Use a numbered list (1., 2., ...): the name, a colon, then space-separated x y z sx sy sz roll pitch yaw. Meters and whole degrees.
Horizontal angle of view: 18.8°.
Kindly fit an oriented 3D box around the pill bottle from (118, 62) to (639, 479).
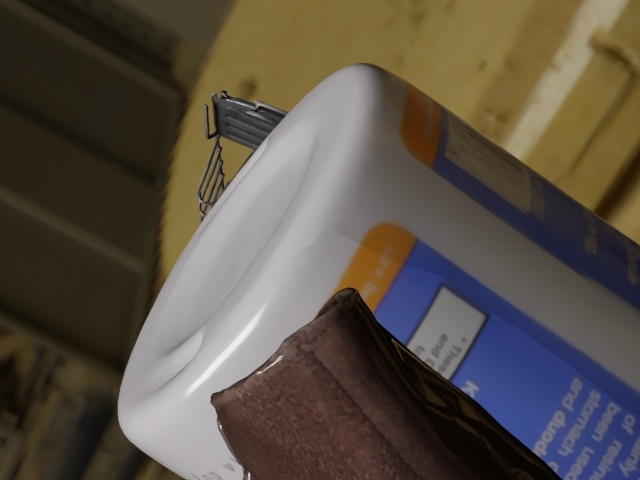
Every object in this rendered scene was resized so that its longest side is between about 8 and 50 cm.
1. pill bottle: 0.080 0.073 0.667 0.152 0.272 0.152 -51 14 18

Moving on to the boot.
1. boot: 0.062 0.104 0.461 0.090 0.207 0.248 -39 -8 -5

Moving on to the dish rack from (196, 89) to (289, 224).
1. dish rack: 0.000 0.000 1.362 0.271 0.208 0.074 92 -158 -67
